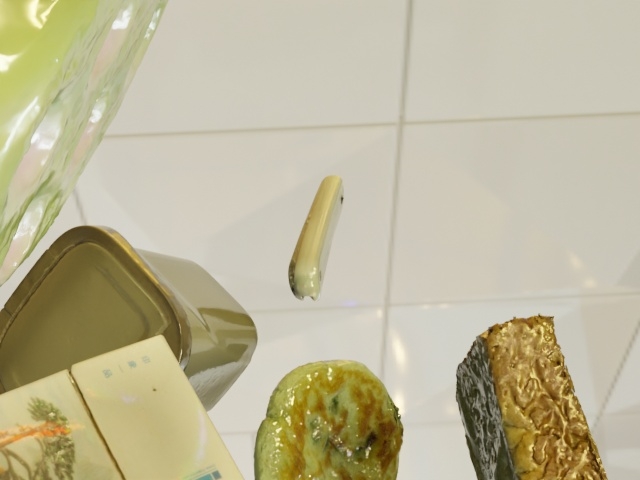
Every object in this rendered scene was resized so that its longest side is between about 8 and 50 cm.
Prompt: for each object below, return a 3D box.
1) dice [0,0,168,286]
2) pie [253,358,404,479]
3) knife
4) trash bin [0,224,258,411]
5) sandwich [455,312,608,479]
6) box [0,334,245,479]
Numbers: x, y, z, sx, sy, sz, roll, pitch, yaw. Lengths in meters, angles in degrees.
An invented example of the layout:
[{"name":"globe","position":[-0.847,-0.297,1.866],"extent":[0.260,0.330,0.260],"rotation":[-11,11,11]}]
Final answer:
[{"name":"dice","position":[-0.211,-0.127,0.487],"extent":[0.252,0.249,0.254],"rotation":[-65,-173,-28]},{"name":"pie","position":[0.013,0.263,1.347],"extent":[0.054,0.240,0.241],"rotation":[-4,-92,49]},{"name":"knife","position":[0.000,-0.003,1.497],"extent":[0.266,0.040,0.073],"rotation":[-75,157,-55]},{"name":"trash bin","position":[-0.207,0.114,1.204],"extent":[0.219,0.220,0.250],"rotation":[45,12,18]},{"name":"sandwich","position":[0.230,0.253,1.174],"extent":[0.271,0.099,0.301],"rotation":[101,-23,-67]},{"name":"box","position":[-0.166,0.166,0.643],"extent":[0.149,0.233,0.067],"rotation":[57,-36,19]}]
